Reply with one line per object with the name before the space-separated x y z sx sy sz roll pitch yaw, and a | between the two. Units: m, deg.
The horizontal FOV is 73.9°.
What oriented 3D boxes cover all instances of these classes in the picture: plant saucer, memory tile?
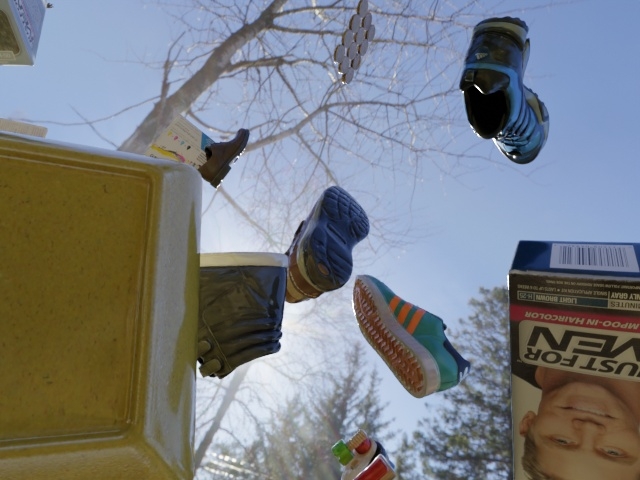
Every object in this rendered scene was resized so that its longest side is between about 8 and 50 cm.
plant saucer | -0.255 0.041 0.327 0.332 0.333 0.081 6 -24 -26
memory tile | 0.074 -0.425 0.916 0.012 0.148 0.113 25 -5 24

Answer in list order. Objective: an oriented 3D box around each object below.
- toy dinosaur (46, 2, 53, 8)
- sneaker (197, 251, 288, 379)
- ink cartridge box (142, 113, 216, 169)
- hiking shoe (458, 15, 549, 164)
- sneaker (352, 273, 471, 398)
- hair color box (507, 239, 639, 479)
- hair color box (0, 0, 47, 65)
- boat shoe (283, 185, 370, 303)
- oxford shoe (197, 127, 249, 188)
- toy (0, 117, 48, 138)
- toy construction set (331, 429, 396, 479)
toy dinosaur | -0.747 -0.665 1.123 0.183 0.093 0.053 -22 -7 6
sneaker | -0.174 0.097 0.505 0.295 0.147 0.104 -3 -15 -19
ink cartridge box | -0.451 -0.230 1.325 0.171 0.233 0.168 38 -23 -17
hiking shoe | 0.296 -0.211 0.715 0.113 0.132 0.304 18 -17 44
sneaker | 0.165 0.171 0.831 0.121 0.302 0.108 -3 -56 -24
hair color box | 0.346 0.178 0.553 0.173 0.105 0.347 2 -66 32
hair color box | -0.528 -0.410 0.633 0.185 0.374 0.114 -7 -37 -17
boat shoe | 0.000 0.000 0.789 0.120 0.324 0.122 -39 -80 29
oxford shoe | -0.281 -0.263 1.244 0.096 0.227 0.083 35 -34 -13
toy | -0.570 -0.150 0.646 0.056 0.237 0.137 44 -68 23
toy construction set | 0.052 0.488 0.734 0.257 0.237 0.309 44 -11 47
